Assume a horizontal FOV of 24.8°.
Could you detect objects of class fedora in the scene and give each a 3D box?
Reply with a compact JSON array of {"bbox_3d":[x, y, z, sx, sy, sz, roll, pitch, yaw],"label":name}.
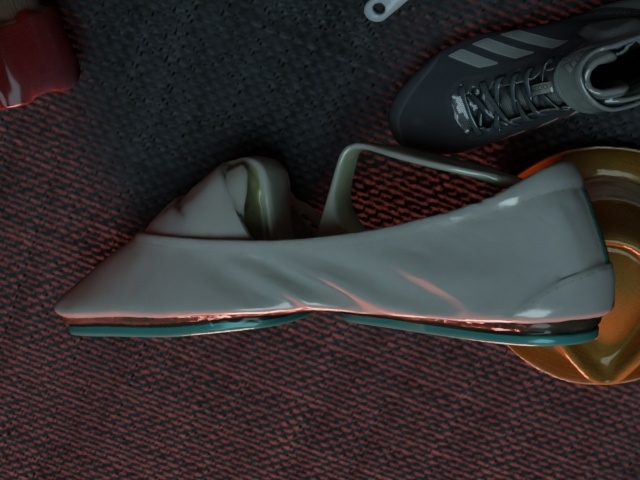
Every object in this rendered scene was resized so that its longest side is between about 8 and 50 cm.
[{"bbox_3d":[0.194,0.033,1.001,0.194,0.079,0.194,4,120,6],"label":"fedora"}]

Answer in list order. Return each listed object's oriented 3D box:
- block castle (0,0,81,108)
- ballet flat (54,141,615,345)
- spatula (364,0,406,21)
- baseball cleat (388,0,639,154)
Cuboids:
[{"bbox_3d":[-0.404,-0.083,0.897,0.453,0.303,0.213,-6,112,11],"label":"block castle"},{"bbox_3d":[0.000,0.000,0.977,0.400,0.139,0.139,-1,120,25],"label":"ballet flat"},{"bbox_3d":[0.078,-0.249,0.895,0.242,0.019,0.168,-38,109,24],"label":"spatula"},{"bbox_3d":[0.134,-0.102,0.916,0.205,0.109,0.072,-23,103,15],"label":"baseball cleat"}]
